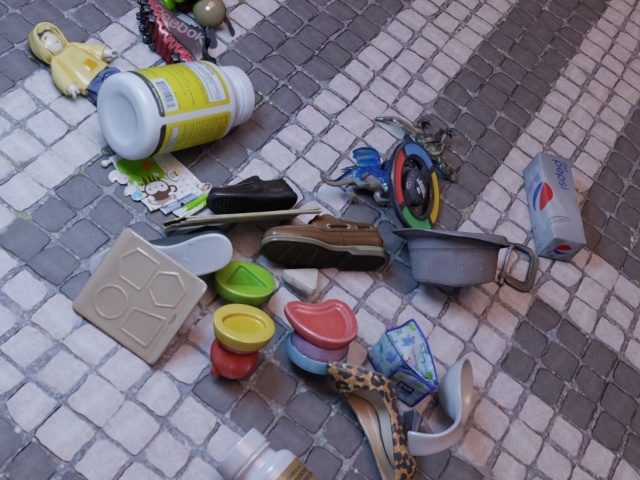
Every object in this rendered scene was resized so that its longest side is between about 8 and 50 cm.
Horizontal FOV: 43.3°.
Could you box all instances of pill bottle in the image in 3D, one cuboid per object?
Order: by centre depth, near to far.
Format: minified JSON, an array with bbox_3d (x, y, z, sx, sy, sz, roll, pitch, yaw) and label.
[{"bbox_3d":[-0.072,0.453,1.450,0.229,0.131,0.131,42,53,9],"label":"pill bottle"},{"bbox_3d":[-0.312,-0.301,1.807,0.334,0.188,0.188,-23,68,-46],"label":"pill bottle"}]

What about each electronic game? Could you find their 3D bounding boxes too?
[{"bbox_3d":[0.228,-0.127,1.944,0.229,0.048,0.229,13,74,-53],"label":"electronic game"}]

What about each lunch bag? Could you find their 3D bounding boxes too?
[{"bbox_3d":[0.177,0.262,1.679,0.096,0.129,0.151,-22,70,-27],"label":"lunch bag"}]

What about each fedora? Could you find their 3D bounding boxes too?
[{"bbox_3d":[0.297,0.045,1.847,0.275,0.243,0.124,5,86,-25],"label":"fedora"}]

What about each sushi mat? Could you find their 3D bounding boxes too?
[{"bbox_3d":[-0.166,-0.049,1.736,0.316,0.151,0.019,-5,88,-28],"label":"sushi mat"}]

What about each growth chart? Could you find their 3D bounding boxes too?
[{"bbox_3d":[-0.355,-0.133,1.800,0.237,0.021,0.172,40,54,8],"label":"growth chart"}]

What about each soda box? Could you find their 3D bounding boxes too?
[{"bbox_3d":[0.609,-0.091,2.112,0.098,0.091,0.286,11,54,-14],"label":"soda box"}]

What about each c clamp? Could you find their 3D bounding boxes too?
[{"bbox_3d":[0.479,0.060,2.003,0.137,0.022,0.161,32,53,1],"label":"c clamp"}]

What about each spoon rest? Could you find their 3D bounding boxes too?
[{"bbox_3d":[0.268,0.345,1.644,0.084,0.137,0.276,5,26,30],"label":"spoon rest"}]

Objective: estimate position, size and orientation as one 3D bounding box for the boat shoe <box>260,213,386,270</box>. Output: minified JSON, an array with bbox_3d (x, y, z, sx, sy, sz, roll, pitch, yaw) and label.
[{"bbox_3d":[0.000,0.000,1.803,0.307,0.111,0.104,9,56,-30],"label":"boat shoe"}]

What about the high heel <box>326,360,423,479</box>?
[{"bbox_3d":[0.095,0.361,1.576,0.261,0.093,0.186,39,44,-19],"label":"high heel"}]

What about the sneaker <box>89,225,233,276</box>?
[{"bbox_3d":[-0.315,0.038,1.662,0.295,0.147,0.104,-10,95,3],"label":"sneaker"}]

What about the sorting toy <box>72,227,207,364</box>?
[{"bbox_3d":[-0.352,0.108,1.576,0.208,0.038,0.193,35,91,6],"label":"sorting toy"}]

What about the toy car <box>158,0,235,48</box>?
[{"bbox_3d":[-0.301,-0.596,2.090,0.155,0.149,0.188,-44,110,-33],"label":"toy car"}]

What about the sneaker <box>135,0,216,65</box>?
[{"bbox_3d":[-0.352,-0.499,1.998,0.135,0.097,0.276,-24,72,-32],"label":"sneaker"}]

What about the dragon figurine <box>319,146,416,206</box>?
[{"bbox_3d":[0.105,-0.169,1.964,0.289,0.085,0.144,5,54,-24],"label":"dragon figurine"}]

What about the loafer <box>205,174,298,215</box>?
[{"bbox_3d":[-0.162,-0.104,1.829,0.220,0.080,0.078,-2,53,-32],"label":"loafer"}]

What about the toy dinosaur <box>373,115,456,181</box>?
[{"bbox_3d":[0.279,-0.272,2.124,0.268,0.064,0.118,42,59,13],"label":"toy dinosaur"}]

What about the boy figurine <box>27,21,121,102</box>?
[{"bbox_3d":[-0.542,-0.402,1.862,0.285,0.092,0.177,36,55,0],"label":"boy figurine"}]

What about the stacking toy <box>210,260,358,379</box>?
[{"bbox_3d":[-0.097,0.175,1.675,0.309,0.130,0.279,5,30,-22],"label":"stacking toy"}]
